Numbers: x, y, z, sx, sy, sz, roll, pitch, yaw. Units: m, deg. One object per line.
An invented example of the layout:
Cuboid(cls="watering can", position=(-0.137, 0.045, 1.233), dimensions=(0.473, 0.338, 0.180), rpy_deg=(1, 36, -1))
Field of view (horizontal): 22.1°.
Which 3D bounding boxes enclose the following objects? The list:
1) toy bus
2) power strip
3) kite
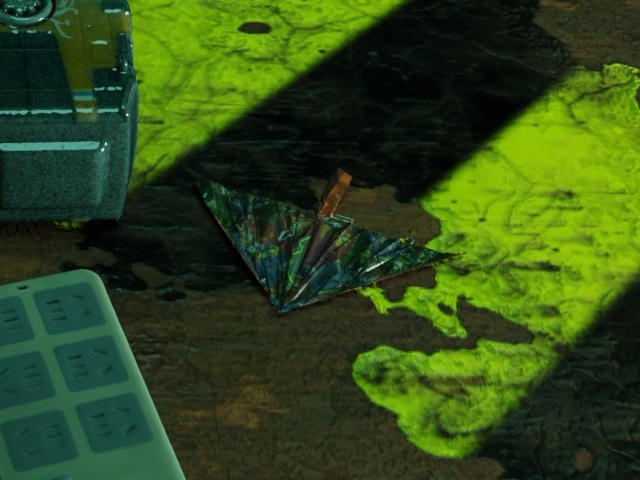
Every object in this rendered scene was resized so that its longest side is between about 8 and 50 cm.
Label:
Cuboid(cls="toy bus", position=(-0.279, -0.102, 1.269), dimensions=(0.275, 0.138, 0.167), rpy_deg=(-2, 47, -14))
Cuboid(cls="power strip", position=(-0.174, 0.127, 1.125), dimensions=(0.118, 0.046, 0.270), rpy_deg=(-10, 49, -23))
Cuboid(cls="kite", position=(0.000, 0.000, 1.325), dimensions=(0.232, 0.009, 0.189), rpy_deg=(19, 42, 4))
